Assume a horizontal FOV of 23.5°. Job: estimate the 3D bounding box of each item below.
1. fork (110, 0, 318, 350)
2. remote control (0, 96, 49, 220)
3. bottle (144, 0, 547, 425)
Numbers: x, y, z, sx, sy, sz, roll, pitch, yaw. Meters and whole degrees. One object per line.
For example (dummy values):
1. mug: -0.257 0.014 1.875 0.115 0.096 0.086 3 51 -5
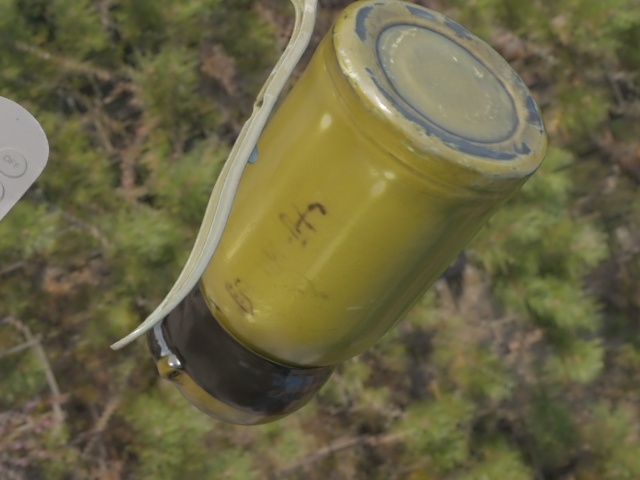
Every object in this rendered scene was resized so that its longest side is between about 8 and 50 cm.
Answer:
1. fork: -0.023 -0.052 0.564 0.028 0.034 0.219 37 66 -20
2. remote control: -0.259 -0.012 1.008 0.077 0.022 0.245 39 47 -7
3. bottle: 0.000 0.000 1.131 0.171 0.351 0.171 22 40 -20
